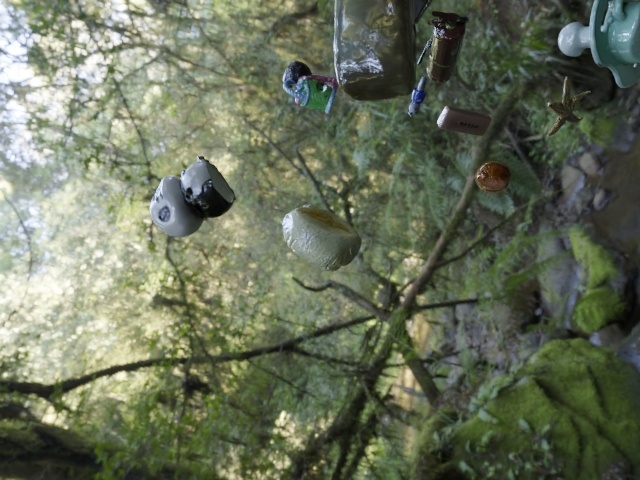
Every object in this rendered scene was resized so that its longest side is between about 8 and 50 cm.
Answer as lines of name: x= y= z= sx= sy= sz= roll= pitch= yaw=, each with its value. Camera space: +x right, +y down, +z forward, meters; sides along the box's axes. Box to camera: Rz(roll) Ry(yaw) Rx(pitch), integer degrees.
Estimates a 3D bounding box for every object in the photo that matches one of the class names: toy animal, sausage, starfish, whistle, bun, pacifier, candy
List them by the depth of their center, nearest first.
candy: x=0.079 y=-0.308 z=0.813 sx=0.102 sy=0.104 sz=0.234 roll=28 pitch=-119 yaw=-71
starfish: x=0.348 y=-0.181 z=0.831 sx=0.016 sy=0.092 sz=0.086 roll=32 pitch=102 yaw=49
whistle: x=0.197 y=-0.287 z=1.172 sx=0.033 sy=0.029 sz=0.083 roll=-19 pitch=-44 yaw=-42
sausage: x=0.466 y=-0.169 z=1.580 sx=0.300 sy=0.089 sz=0.083 roll=0 pitch=-72 yaw=-74
pacifier: x=0.818 y=-0.601 z=1.683 sx=0.269 sy=0.343 sz=0.288 roll=16 pitch=86 yaw=48
toy animal: x=-0.382 y=-0.114 z=1.702 sx=0.187 sy=0.235 sz=0.165 roll=65 pitch=-175 yaw=37
bun: x=0.000 y=0.000 z=1.739 sx=0.244 sy=0.243 sz=0.153 roll=-79 pitch=14 yaw=-65

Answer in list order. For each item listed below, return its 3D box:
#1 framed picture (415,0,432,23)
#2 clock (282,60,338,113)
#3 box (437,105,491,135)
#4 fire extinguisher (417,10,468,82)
framed picture: x=0.313 y=-0.782 z=1.750 sx=0.240 sy=0.020 sz=0.324 roll=-25 pitch=-21 yaw=-45
clock: x=-0.038 y=-0.529 z=2.011 sx=0.194 sy=0.195 sz=0.100 roll=-74 pitch=7 yaw=-51
box: x=0.302 y=-0.249 z=1.226 sx=0.025 sy=0.115 sz=0.048 roll=-108 pitch=33 yaw=-41
fire extinguisher: x=0.381 y=-0.617 z=1.838 sx=0.341 sy=0.141 sz=0.105 roll=64 pitch=-163 yaw=-76
